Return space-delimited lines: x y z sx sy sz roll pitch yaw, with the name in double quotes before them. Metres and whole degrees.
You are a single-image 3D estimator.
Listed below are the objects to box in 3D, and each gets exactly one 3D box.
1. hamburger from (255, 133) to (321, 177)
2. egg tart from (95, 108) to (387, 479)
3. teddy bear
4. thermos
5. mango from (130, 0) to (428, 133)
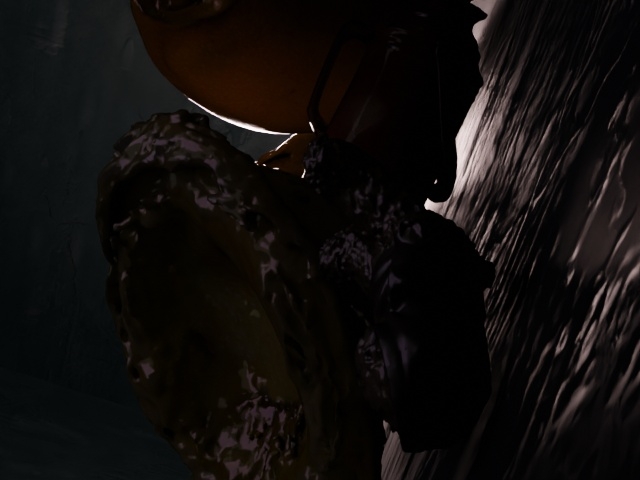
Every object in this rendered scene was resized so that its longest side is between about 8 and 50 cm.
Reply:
"hamburger" 0.000 0.000 0.930 0.177 0.185 0.113 -23 -19 -24
"egg tart" -0.042 0.050 0.673 0.118 0.288 0.288 -27 -29 -33
"teddy bear" 0.044 0.025 0.469 0.160 0.078 0.119 -108 11 -51
"thermos" 0.050 -0.086 0.767 0.232 0.124 0.099 -65 7 -6
"mango" -0.007 -0.170 0.854 0.359 0.144 0.187 -8 -34 -43
